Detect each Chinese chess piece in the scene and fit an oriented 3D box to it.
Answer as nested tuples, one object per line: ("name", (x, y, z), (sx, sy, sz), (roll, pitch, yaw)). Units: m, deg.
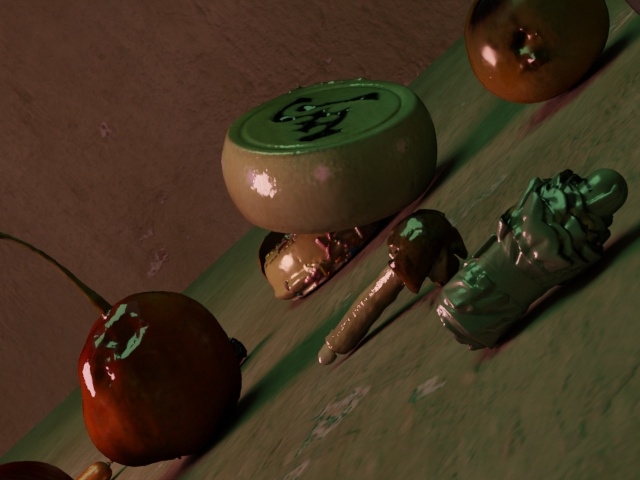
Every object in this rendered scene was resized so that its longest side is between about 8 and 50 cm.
("Chinese chess piece", (0.010, -0.101, 1.843), (0.250, 0.101, 0.250), (-10, 25, 5))

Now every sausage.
("sausage", (-0.280, 0.293, 1.854), (0.107, 0.031, 0.031), (-43, 5, -7))

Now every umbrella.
("umbrella", (0.127, 0.008, 0.958), (0.143, 0.062, 0.067), (-42, 33, 25))

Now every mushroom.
("mushroom", (0.056, 0.044, 1.292), (0.060, 0.061, 0.187), (-42, -9, -46))

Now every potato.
("potato", (-0.054, 0.018, 2.175), (0.096, 0.066, 0.103), (-41, 2, -16))

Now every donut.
("donut", (0.000, 0.000, 1.897), (0.174, 0.068, 0.174), (-44, 5, 5))

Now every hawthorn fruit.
("hawthorn fruit", (-0.196, 0.082, 1.530), (0.165, 0.285, 0.165), (-33, 11, 7))

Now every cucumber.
("cucumber", (-0.120, 0.149, 1.787), (0.034, 0.033, 0.135), (-43, 4, 38))

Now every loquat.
("loquat", (0.215, -0.209, 1.598), (0.163, 0.137, 0.163), (-62, -1, -2))

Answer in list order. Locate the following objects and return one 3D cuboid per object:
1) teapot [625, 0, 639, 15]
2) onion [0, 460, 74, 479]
("teapot", (0.305, -0.229, 1.161), (0.193, 0.129, 0.294), (-45, 8, -23))
("onion", (-0.323, 0.308, 1.479), (0.248, 0.161, 0.248), (-36, 29, 23))
